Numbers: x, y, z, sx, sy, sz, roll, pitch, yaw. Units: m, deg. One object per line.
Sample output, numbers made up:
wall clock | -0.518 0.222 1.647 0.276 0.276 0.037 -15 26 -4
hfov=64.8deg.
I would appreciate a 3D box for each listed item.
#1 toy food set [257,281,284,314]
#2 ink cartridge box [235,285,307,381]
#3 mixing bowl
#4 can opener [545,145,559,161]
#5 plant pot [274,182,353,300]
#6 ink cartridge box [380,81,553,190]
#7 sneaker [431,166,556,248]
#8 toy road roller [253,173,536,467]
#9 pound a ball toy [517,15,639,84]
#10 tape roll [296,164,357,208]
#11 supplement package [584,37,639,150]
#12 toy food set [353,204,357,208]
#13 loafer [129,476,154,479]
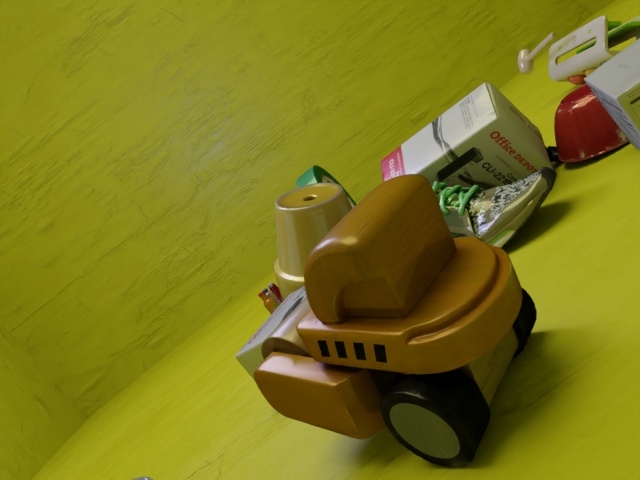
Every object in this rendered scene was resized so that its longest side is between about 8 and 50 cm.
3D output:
toy food set | -0.121 0.166 1.749 0.232 0.104 0.111 -43 7 -33
ink cartridge box | 0.020 0.148 0.932 0.307 0.129 0.223 -34 8 40
mixing bowl | 0.506 -0.235 0.928 0.181 0.098 0.181 -33 11 7
can opener | 0.471 -0.185 1.095 0.186 0.073 0.059 -62 -19 -70
plant pot | 0.000 0.000 1.202 0.254 0.238 0.254 -11 23 5
ink cartridge box | 0.290 -0.154 1.023 0.273 0.197 0.114 -36 40 36
sneaker | 0.220 -0.047 0.924 0.410 0.182 0.158 -33 9 47
toy road roller | 0.054 0.068 0.562 0.330 0.240 0.202 -7 28 45
pound a ball toy | 0.743 -0.532 1.466 0.208 0.135 0.319 -3 4 -5
tape roll | 0.051 -0.104 1.690 0.077 0.321 0.321 -37 6 17
supplement package | 0.500 -0.213 0.662 0.204 0.145 0.262 -36 7 28
toy food set | 0.198 -0.079 1.431 0.220 0.092 0.306 -39 23 6
loafer | -0.388 0.502 0.910 0.251 0.094 0.087 -36 3 27
